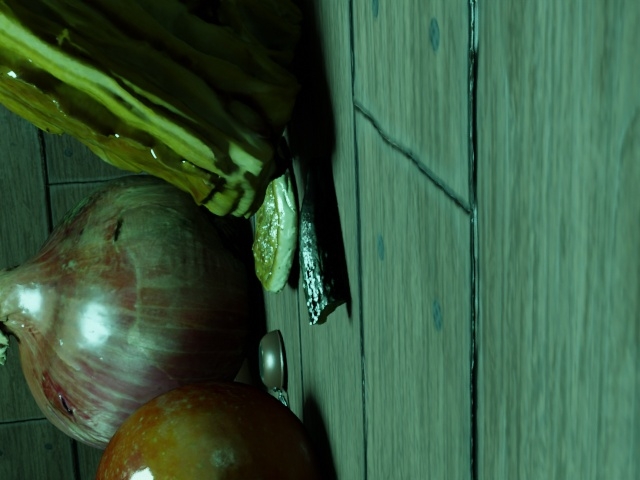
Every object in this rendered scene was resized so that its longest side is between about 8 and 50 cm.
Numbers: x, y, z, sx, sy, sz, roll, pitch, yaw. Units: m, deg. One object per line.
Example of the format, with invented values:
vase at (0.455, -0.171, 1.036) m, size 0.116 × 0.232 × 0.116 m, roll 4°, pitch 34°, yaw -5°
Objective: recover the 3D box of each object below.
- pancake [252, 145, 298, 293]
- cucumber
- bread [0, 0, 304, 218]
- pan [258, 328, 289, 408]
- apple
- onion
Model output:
pancake at (-0.048, -0.026, 1.263) m, size 0.158 × 0.028 × 0.158 m, roll 177°, pitch 90°, yaw -78°
cucumber at (-0.002, 0.000, 1.026) m, size 0.033 × 0.034 × 0.135 m, roll 105°, pitch 157°, yaw -74°
bread at (-0.162, -0.163, 1.147) m, size 0.192 × 0.314 × 0.370 m, roll -62°, pitch 7°, yaw -7°
pan at (-0.050, 0.152, 1.383) m, size 0.068 × 0.023 × 0.115 m, roll 111°, pitch 151°, yaw -66°
apple at (-0.100, 0.240, 1.197) m, size 0.218 × 0.218 × 0.201 m, roll 99°, pitch 155°, yaw -53°
onion at (-0.222, 0.085, 1.578) m, size 0.353 × 0.353 × 0.354 m, roll 174°, pitch 90°, yaw -79°
